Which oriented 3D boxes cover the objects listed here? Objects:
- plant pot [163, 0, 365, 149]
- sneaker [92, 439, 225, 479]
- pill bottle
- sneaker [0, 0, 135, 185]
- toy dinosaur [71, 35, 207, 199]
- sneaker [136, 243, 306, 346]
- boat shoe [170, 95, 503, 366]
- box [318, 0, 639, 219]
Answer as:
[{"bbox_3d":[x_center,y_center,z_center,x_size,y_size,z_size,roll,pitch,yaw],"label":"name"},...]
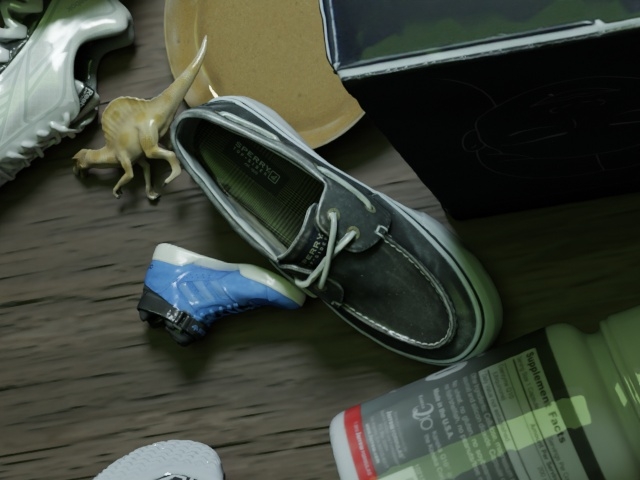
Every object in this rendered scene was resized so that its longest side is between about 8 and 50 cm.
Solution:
[{"bbox_3d":[-0.031,-0.195,1.736,0.236,0.032,0.236,2,95,27],"label":"plant pot"},{"bbox_3d":[-0.149,0.356,1.632,0.137,0.210,0.366,1,45,13],"label":"sneaker"},{"bbox_3d":[0.165,0.164,1.580,0.283,0.161,0.161,-23,74,7],"label":"pill bottle"},{"bbox_3d":[-0.277,-0.116,1.777,0.118,0.110,0.292,29,87,8],"label":"sneaker"},{"bbox_3d":[-0.152,-0.096,1.749,0.183,0.053,0.092,-39,90,19],"label":"toy dinosaur"},{"bbox_3d":[-0.091,0.060,1.713,0.152,0.058,0.084,15,76,20],"label":"sneaker"},{"bbox_3d":[0.000,0.000,1.657,0.335,0.119,0.121,36,111,16],"label":"boat shoe"},{"bbox_3d":[0.271,-0.229,1.474,0.480,0.472,0.297,-9,75,11],"label":"box"}]
